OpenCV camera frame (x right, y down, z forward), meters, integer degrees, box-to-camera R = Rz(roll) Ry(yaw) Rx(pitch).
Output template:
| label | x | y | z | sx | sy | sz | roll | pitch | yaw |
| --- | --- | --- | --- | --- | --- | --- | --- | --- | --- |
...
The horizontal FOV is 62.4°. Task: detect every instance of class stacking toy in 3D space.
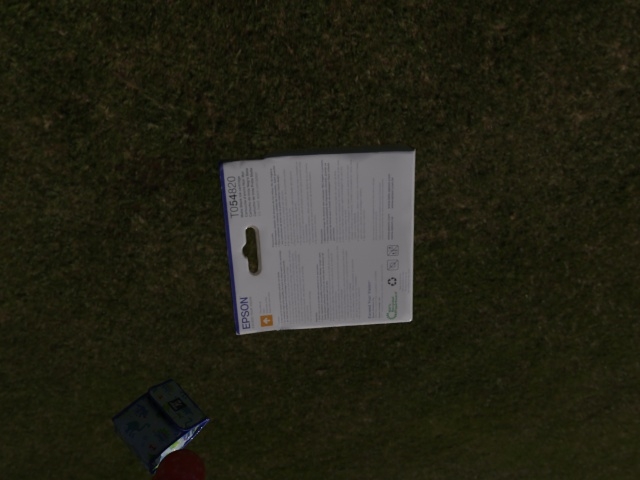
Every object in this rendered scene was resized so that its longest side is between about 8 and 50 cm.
| label | x | y | z | sx | sy | sz | roll | pitch | yaw |
| --- | --- | --- | --- | --- | --- | --- | --- | --- | --- |
| stacking toy | -0.312 | 0.521 | 1.007 | 0.141 | 0.141 | 0.330 | 19 | 120 | -23 |

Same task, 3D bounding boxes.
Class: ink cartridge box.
| label | x | y | z | sx | sy | sz | roll | pitch | yaw |
| --- | --- | --- | --- | --- | --- | --- | --- | --- | --- |
| ink cartridge box | 0.000 | 0.000 | 0.638 | 0.224 | 0.045 | 0.223 | -3 | 109 | -5 |

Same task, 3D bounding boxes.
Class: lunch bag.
| label | x | y | z | sx | sy | sz | roll | pitch | yaw |
| --- | --- | --- | --- | --- | --- | --- | --- | --- | --- |
| lunch bag | -0.328 | 0.376 | 1.095 | 0.151 | 0.129 | 0.096 | -35 | 157 | -37 |
